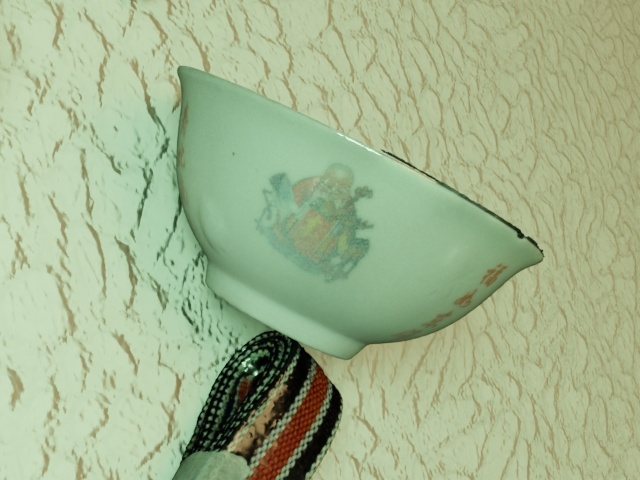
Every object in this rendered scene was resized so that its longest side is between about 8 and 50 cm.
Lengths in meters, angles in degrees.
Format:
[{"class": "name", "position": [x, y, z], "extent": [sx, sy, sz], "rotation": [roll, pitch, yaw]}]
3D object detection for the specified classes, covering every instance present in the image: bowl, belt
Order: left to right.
[{"class": "belt", "position": [-0.074, 0.209, 0.712], "extent": [0.094, 0.126, 0.359], "rotation": [45, 36, -15]}, {"class": "bowl", "position": [0.000, 0.000, 0.808], "extent": [0.345, 0.345, 0.157], "rotation": [28, 90, -41]}]
